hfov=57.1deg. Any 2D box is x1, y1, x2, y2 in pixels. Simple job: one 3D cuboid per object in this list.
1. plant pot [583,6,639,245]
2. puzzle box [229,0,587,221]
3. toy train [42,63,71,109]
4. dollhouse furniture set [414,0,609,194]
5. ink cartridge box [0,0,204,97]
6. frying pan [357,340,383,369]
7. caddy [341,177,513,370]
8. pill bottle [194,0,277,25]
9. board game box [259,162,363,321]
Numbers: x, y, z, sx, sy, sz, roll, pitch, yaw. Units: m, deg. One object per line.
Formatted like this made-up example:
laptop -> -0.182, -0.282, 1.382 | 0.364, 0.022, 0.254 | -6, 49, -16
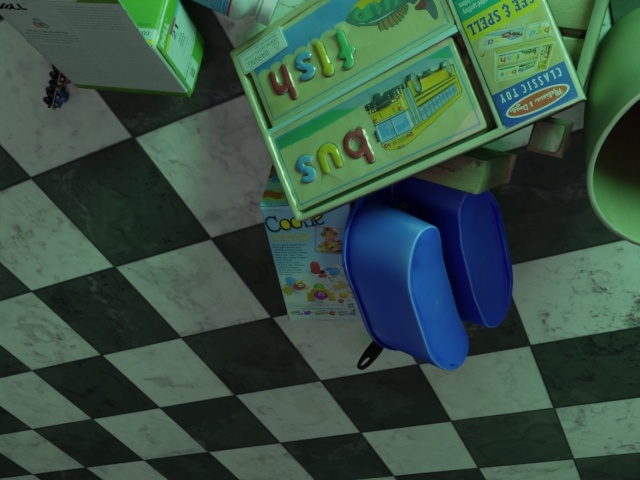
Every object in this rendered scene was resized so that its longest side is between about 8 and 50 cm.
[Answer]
plant pot -> 0.430, -0.170, 0.703 | 0.257, 0.274, 0.256 | 5, 132, 6
puzzle box -> 0.088, -0.214, 0.761 | 0.409, 0.052, 0.272 | -23, 89, 30
toy train -> -0.407, -0.268, 0.929 | 0.036, 0.027, 0.158 | 19, 134, -22
dollhouse furniture set -> 0.219, -0.260, 0.811 | 0.303, 0.174, 0.355 | 19, 108, 25
ink cartridge box -> -0.283, -0.291, 0.744 | 0.189, 0.097, 0.255 | 7, 165, 12
frying pan -> 0.182, 0.151, 1.188 | 0.197, 0.053, 0.326 | 2, 133, 0
caddy -> 0.165, 0.042, 0.954 | 0.179, 0.241, 0.341 | 22, 141, 49
pill bottle -> -0.130, -0.345, 0.766 | 0.160, 0.087, 0.087 | 22, 132, -11
board game box -> 0.000, 0.000, 1.026 | 0.144, 0.142, 0.275 | -1, 133, 10
